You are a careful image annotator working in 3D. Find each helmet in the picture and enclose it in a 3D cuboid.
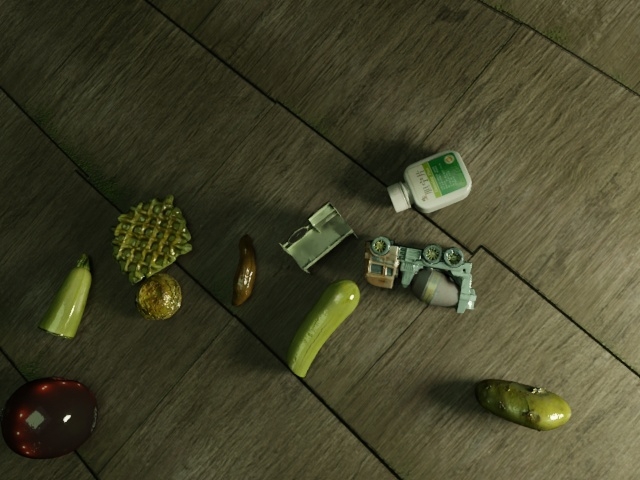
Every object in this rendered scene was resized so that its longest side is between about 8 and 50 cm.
[{"bbox_3d":[-0.656,0.428,1.305,0.216,0.193,0.189,9,77,-14],"label":"helmet"}]

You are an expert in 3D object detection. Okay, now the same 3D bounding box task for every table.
[{"bbox_3d":[0.000,0.000,1.233,0.146,0.175,0.062,-39,71,3],"label":"table"}]

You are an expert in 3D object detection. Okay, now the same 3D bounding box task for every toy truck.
[{"bbox_3d":[0.221,0.073,1.204,0.256,0.108,0.140,9,93,12],"label":"toy truck"}]

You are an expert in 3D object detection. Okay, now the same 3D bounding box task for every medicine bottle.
[{"bbox_3d":[0.251,-0.129,1.258,0.183,0.069,0.119,-22,76,9],"label":"medicine bottle"}]

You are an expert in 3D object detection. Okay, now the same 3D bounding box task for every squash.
[{"bbox_3d":[0.002,0.194,1.241,0.083,0.083,0.250,36,90,18],"label":"squash"},{"bbox_3d":[-0.655,0.141,1.417,0.094,0.094,0.224,10,74,16],"label":"squash"}]

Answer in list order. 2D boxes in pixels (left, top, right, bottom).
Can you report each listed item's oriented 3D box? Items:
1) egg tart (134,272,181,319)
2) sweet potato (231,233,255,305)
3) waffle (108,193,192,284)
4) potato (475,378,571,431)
[{"bbox_3d":[-0.415,0.144,1.368,0.130,0.052,0.130,-3,75,10],"label":"egg tart"},{"bbox_3d":[-0.185,0.071,1.328,0.053,0.054,0.182,5,76,5],"label":"sweet potato"},{"bbox_3d":[-0.449,-0.008,1.408,0.223,0.054,0.204,-30,72,3],"label":"waffle"},{"bbox_3d":[0.410,0.331,1.102,0.188,0.105,0.085,11,98,28],"label":"potato"}]
